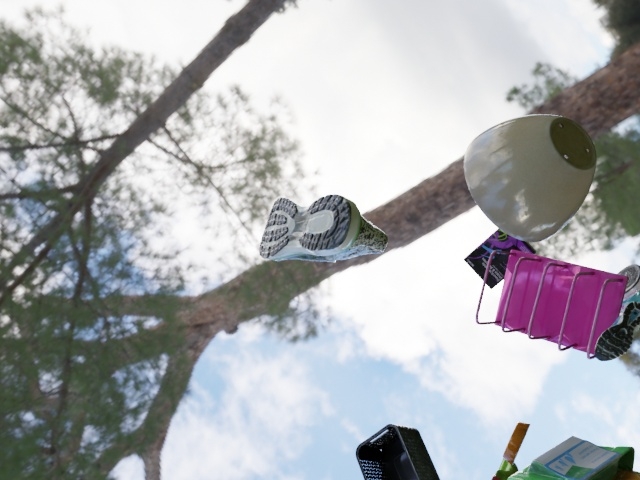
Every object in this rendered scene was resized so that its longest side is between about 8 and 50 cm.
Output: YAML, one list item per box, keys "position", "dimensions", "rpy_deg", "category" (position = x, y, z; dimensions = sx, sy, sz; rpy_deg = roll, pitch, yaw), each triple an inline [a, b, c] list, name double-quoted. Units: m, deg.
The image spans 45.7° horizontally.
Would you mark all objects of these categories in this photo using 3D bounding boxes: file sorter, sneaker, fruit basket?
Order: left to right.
- position: [0.000, 0.000, 1.741]
  dimensions: [0.182, 0.410, 0.158]
  rpy_deg: [25, -101, -30]
  category: "sneaker"
- position: [0.544, 0.149, 1.811]
  dimensions: [0.182, 0.290, 0.202]
  rpy_deg: [4, -81, -56]
  category: "file sorter"
- position: [0.673, 0.214, 1.704]
  dimensions: [0.063, 0.162, 0.073]
  rpy_deg: [41, 164, 22]
  category: "sneaker"
- position: [0.861, 0.172, 2.112]
  dimensions: [0.178, 0.295, 0.124]
  rpy_deg: [22, -119, -9]
  category: "sneaker"
- position: [0.455, 0.401, 1.069]
  dimensions: [0.327, 0.353, 0.165]
  rpy_deg: [-8, -82, -44]
  category: "fruit basket"

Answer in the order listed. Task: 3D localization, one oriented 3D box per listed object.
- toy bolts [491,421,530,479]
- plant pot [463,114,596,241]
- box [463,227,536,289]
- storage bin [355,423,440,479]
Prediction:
- position: [0.462, 0.544, 1.673]
  dimensions: [0.158, 0.218, 0.228]
  rpy_deg: [24, -152, 20]
  category: "toy bolts"
- position: [0.485, -0.165, 1.657]
  dimensions: [0.284, 0.191, 0.284]
  rpy_deg: [14, -121, -24]
  category: "plant pot"
- position: [0.488, 0.041, 2.071]
  dimensions: [0.116, 0.162, 0.029]
  rpy_deg: [47, -159, 5]
  category: "box"
- position: [0.164, 0.483, 1.561]
  dimensions: [0.084, 0.122, 0.180]
  rpy_deg: [22, -145, -46]
  category: "storage bin"
